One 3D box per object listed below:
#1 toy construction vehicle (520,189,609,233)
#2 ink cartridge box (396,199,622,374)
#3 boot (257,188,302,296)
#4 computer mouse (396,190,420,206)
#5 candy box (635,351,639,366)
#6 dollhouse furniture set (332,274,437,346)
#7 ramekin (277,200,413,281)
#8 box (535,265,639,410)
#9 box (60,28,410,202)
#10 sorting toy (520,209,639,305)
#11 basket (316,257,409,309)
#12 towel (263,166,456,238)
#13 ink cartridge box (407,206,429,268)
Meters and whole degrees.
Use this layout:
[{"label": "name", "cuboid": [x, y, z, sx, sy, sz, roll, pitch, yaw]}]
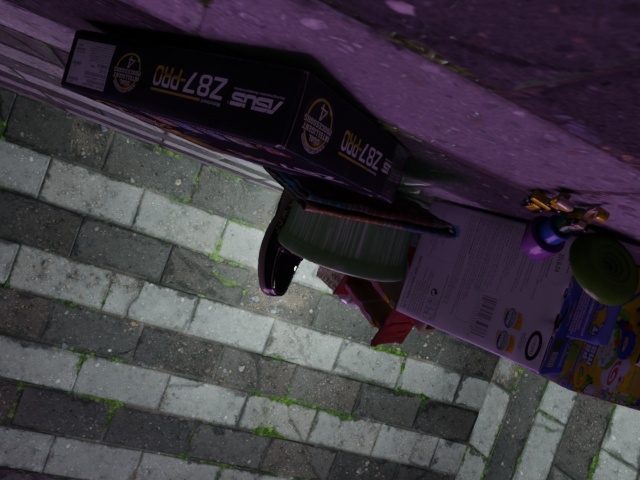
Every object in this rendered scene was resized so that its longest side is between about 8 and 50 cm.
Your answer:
[{"label": "toy construction vehicle", "cuboid": [0.337, -0.047, 0.715, 0.086, 0.035, 0.098, 31, 178, 0]}, {"label": "ink cartridge box", "cuboid": [0.387, 0.098, 1.070, 0.396, 0.269, 0.151, 21, -176, 42]}, {"label": "boot", "cuboid": [0.000, 0.000, 1.435, 0.284, 0.377, 0.138, 14, 170, 29]}, {"label": "computer mouse", "cuboid": [0.197, -0.094, 1.310, 0.071, 0.041, 0.242, 21, 180, 28]}, {"label": "candy box", "cuboid": [0.745, 0.189, 1.018, 0.165, 0.196, 0.070, 21, -179, 38]}, {"label": "dollhouse furniture set", "cuboid": [0.251, 0.156, 1.404, 0.374, 0.152, 0.201, 6, -146, -39]}, {"label": "ramekin", "cuboid": [0.068, -0.032, 1.174, 0.304, 0.148, 0.303, 17, -168, -4]}, {"label": "box", "cuboid": [0.631, 0.196, 1.168, 0.279, 0.289, 0.177, 20, -179, -23]}, {"label": "box", "cuboid": [-0.110, -0.172, 0.741, 0.395, 0.097, 0.318, 20, -176, 28]}, {"label": "sorting toy", "cuboid": [0.503, 0.034, 0.808, 0.366, 0.127, 0.126, 22, 151, -9]}, {"label": "basket", "cuboid": [0.208, 0.051, 1.647, 0.329, 0.331, 0.266, 20, -174, -25]}, {"label": "towel", "cuboid": [0.053, -0.091, 0.966, 0.272, 0.040, 0.370, 9, -166, -18]}, {"label": "ink cartridge box", "cuboid": [0.275, 0.007, 1.279, 0.146, 0.179, 0.045, 12, 145, -26]}]
